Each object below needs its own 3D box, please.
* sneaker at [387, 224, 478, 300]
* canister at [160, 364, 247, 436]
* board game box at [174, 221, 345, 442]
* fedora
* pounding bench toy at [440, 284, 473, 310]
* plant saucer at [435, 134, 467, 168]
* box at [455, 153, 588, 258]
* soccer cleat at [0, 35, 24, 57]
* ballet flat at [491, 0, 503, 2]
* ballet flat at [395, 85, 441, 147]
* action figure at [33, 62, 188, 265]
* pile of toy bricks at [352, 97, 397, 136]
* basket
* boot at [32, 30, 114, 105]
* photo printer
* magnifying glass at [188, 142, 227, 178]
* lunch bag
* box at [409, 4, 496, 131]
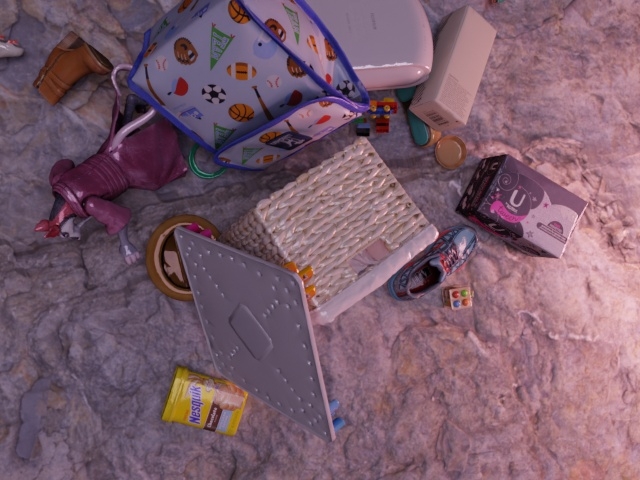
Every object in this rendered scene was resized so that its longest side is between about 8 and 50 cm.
[{"bbox_3d":[0.288,0.062,1.619,0.262,0.125,0.104,-40,98,-8],"label":"sneaker"},{"bbox_3d":[-0.263,0.368,1.543,0.169,0.073,0.126,18,88,-12],"label":"canister"},{"bbox_3d":[-0.125,0.175,1.369,0.050,0.390,0.390,-32,124,-34],"label":"board game box"},{"bbox_3d":[-0.301,0.040,1.526,0.194,0.079,0.195,0,88,-11],"label":"fedora"},{"bbox_3d":[0.350,0.138,1.663,0.083,0.065,0.052,-9,92,-11],"label":"pounding bench toy"},{"bbox_3d":[0.322,-0.219,1.677,0.083,0.015,0.084,0,91,-11],"label":"plant saucer"},{"bbox_3d":[0.488,-0.079,1.648,0.247,0.142,0.163,29,85,-10],"label":"box"},{"bbox_3d":[-0.737,-0.409,1.445,0.196,0.068,0.076,9,104,-10],"label":"soccer cleat"},{"bbox_3d":[0.508,-0.708,1.676,0.316,0.107,0.106,-40,78,-13],"label":"ballet flat"},{"bbox_3d":[0.234,-0.341,1.640,0.073,0.080,0.232,-22,98,-38],"label":"ballet flat"},{"bbox_3d":[-0.431,-0.132,1.390,0.248,0.276,0.370,32,55,10],"label":"action figure"},{"bbox_3d":[0.074,-0.323,1.595,0.212,0.118,0.105,2,62,5],"label":"pile of toy bricks"},{"bbox_3d":[0.000,0.000,1.438,0.328,0.331,0.266,-35,92,-25],"label":"basket"},{"bbox_3d":[-0.529,-0.350,1.439,0.152,0.197,0.073,-52,138,0],"label":"boot"},{"bbox_3d":[0.100,-0.462,1.538,0.307,0.107,0.256,-5,69,-6],"label":"photo printer"},{"bbox_3d":[-0.210,-0.235,1.570,0.231,0.026,0.092,-44,99,-6],"label":"magnifying glass"},{"bbox_3d":[-0.131,-0.320,1.368,0.385,0.327,0.239,40,40,-35],"label":"lunch bag"},{"bbox_3d":[0.313,-0.403,1.591,0.113,0.094,0.275,32,69,-27],"label":"box"}]
